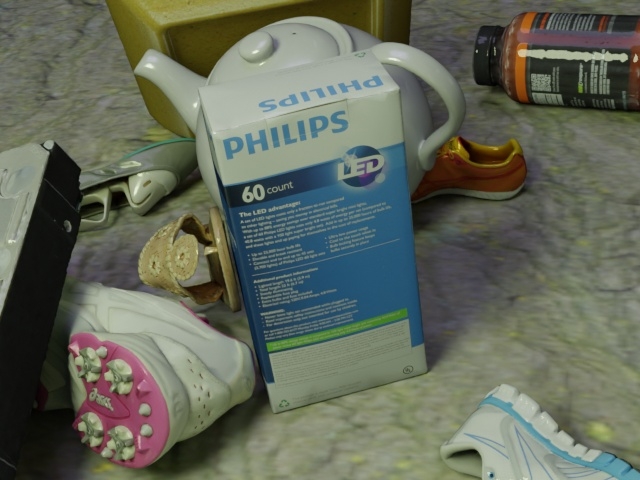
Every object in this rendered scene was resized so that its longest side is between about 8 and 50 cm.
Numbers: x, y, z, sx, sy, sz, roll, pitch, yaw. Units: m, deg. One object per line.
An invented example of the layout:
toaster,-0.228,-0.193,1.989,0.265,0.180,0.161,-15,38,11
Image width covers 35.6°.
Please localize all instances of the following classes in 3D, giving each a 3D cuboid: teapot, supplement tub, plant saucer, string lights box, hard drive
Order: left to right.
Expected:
hard drive,-0.317,0.086,0.758,0.237,0.064,0.339,-13,47,21
plant saucer,-0.052,-0.219,1.095,0.333,0.333,0.081,-11,66,-2
teapot,-0.018,-0.125,0.955,0.256,0.187,0.252,-29,46,2
string lights box,0.000,0.000,0.756,0.133,0.259,0.077,-14,34,-7
supplement tub,0.275,-0.205,1.125,0.198,0.106,0.106,8,38,23

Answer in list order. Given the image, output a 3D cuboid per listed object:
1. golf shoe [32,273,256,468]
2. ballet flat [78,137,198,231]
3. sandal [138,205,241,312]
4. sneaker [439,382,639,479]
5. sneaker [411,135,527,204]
golf shoe,-0.180,0.086,0.833,0.140,0.115,0.306,-14,29,-42
ballet flat,-0.219,-0.050,1.069,0.213,0.072,0.068,-15,62,-7
sandal,-0.115,0.022,0.850,0.079,0.088,0.240,-12,2,-5
sneaker,0.152,0.171,0.654,0.083,0.071,0.191,-32,31,-20
sneaker,0.119,-0.077,1.011,0.175,0.067,0.064,-6,36,8
